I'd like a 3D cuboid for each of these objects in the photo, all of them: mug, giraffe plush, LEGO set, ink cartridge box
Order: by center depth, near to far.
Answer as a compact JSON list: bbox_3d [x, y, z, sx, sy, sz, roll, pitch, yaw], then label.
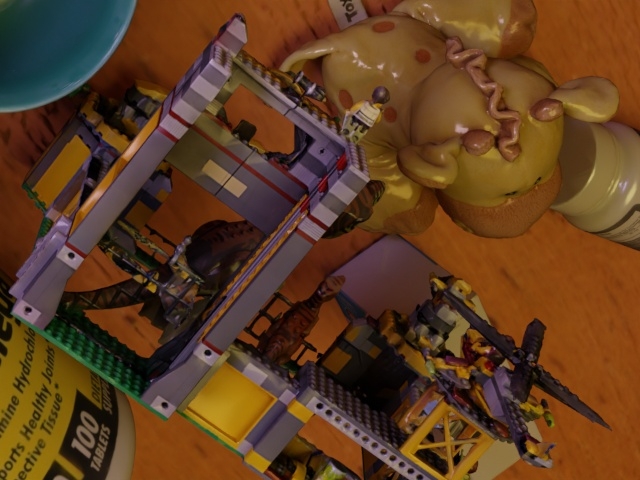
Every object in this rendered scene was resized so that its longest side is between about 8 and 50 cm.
[{"bbox_3d":[-0.181,-0.134,0.918,0.158,0.097,0.129,-38,129,-8],"label":"mug"},{"bbox_3d":[0.000,0.000,0.956,0.331,0.255,0.192,39,105,-5],"label":"LEGO set"},{"bbox_3d":[0.088,-0.073,1.069,0.181,0.170,0.210,-48,129,-1],"label":"giraffe plush"},{"bbox_3d":[0.082,0.092,1.197,0.060,0.104,0.180,-36,129,-12],"label":"ink cartridge box"}]

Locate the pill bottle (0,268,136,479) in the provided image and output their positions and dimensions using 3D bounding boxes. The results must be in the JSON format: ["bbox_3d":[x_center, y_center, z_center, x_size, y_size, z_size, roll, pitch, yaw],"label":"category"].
[{"bbox_3d":[-0.258,0.053,0.912,0.188,0.188,0.334,-44,129,-4],"label":"pill bottle"}]

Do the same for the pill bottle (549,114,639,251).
[{"bbox_3d":[0.210,-0.037,1.223,0.137,0.078,0.078,18,104,-37],"label":"pill bottle"}]
